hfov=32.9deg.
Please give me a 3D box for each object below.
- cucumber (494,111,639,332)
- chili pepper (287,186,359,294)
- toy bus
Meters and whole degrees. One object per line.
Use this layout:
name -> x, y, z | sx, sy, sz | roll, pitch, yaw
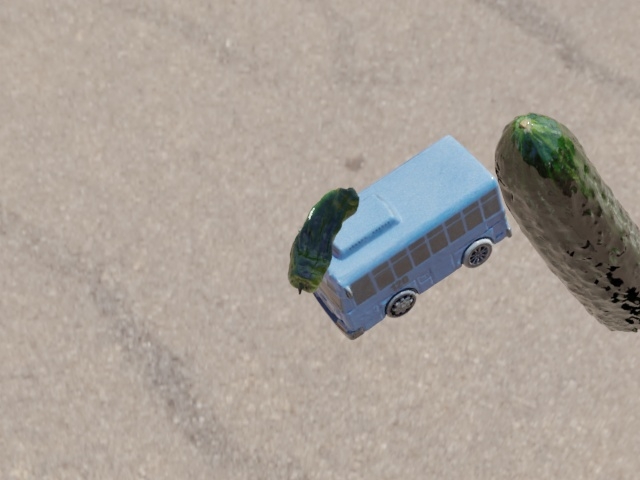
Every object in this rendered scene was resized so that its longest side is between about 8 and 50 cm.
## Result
cucumber -> 0.145, -0.005, 0.589 | 0.052, 0.215, 0.058 | 18, 76, 38
chili pepper -> 0.000, -0.001, 0.828 | 0.030, 0.034, 0.091 | 32, 77, -24
toy bus -> 0.091, -0.005, 1.253 | 0.234, 0.133, 0.116 | -33, 51, -8
